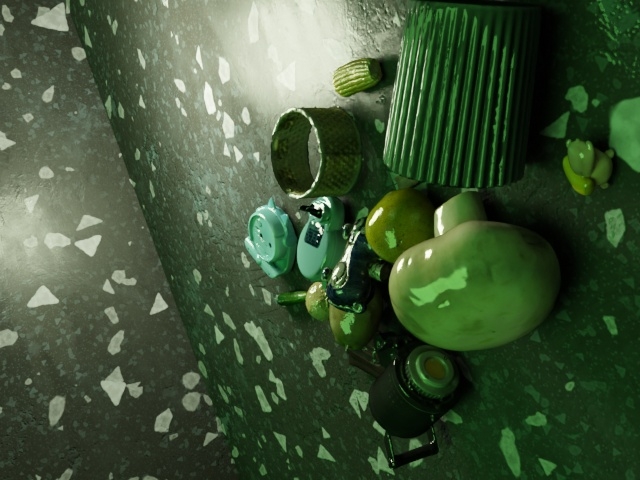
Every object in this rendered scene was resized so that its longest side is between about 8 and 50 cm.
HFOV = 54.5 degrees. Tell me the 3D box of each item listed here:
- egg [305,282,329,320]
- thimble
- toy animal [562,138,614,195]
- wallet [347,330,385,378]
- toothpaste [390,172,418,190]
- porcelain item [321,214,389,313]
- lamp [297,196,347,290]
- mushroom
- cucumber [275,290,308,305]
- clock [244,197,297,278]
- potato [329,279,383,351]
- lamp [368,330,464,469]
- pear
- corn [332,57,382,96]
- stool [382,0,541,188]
[{"bbox_3d":[0.007,0.205,2.088,0.116,0.118,0.140,-1,99,12],"label":"egg"},{"bbox_3d":[-0.017,-0.250,1.801,0.271,0.150,0.270,13,107,52],"label":"thimble"},{"bbox_3d":[0.511,-0.150,1.178,0.091,0.082,0.114,-102,-6,-63],"label":"toy animal"},{"bbox_3d":[0.169,0.360,1.981,0.229,0.049,0.181,23,122,48],"label":"wallet"},{"bbox_3d":[0.241,-0.170,1.602,0.194,0.043,0.067,-24,88,64],"label":"toothpaste"},{"bbox_3d":[0.130,0.068,1.730,0.186,0.138,0.287,17,78,38],"label":"porcelain item"},{"bbox_3d":[0.011,0.000,1.930,0.209,0.147,0.283,26,123,57],"label":"lamp"},{"bbox_3d":[0.315,0.077,1.349,0.353,0.325,0.353,44,147,39],"label":"mushroom"},{"bbox_3d":[-0.115,0.219,2.327,0.250,0.056,0.056,-18,92,57],"label":"cucumber"},{"bbox_3d":[-0.182,-0.019,2.263,0.223,0.094,0.274,45,141,32],"label":"clock"},{"bbox_3d":[0.104,0.214,1.870,0.174,0.159,0.251,116,165,-66],"label":"potato"},{"bbox_3d":[0.267,0.419,1.710,0.272,0.205,0.373,-40,62,61],"label":"lamp"},{"bbox_3d":[0.212,-0.030,1.579,0.198,0.198,0.198,32,132,45],"label":"pear"},{"bbox_3d":[0.097,-0.434,1.650,0.165,0.063,0.084,0,97,55],"label":"corn"},{"bbox_3d":[0.285,-0.303,1.242,0.297,0.297,0.329,31,126,46],"label":"stool"}]
